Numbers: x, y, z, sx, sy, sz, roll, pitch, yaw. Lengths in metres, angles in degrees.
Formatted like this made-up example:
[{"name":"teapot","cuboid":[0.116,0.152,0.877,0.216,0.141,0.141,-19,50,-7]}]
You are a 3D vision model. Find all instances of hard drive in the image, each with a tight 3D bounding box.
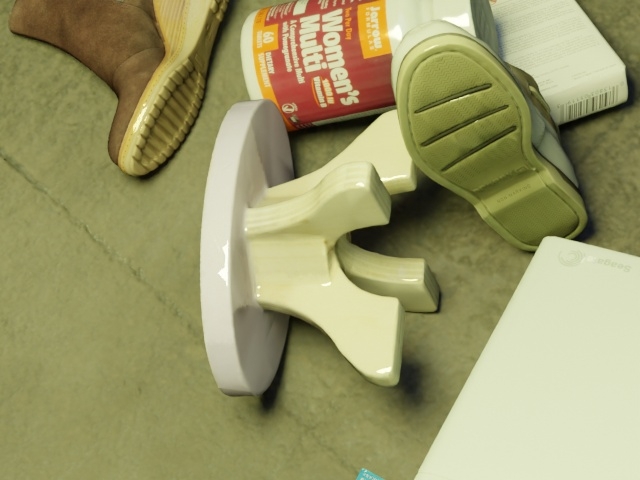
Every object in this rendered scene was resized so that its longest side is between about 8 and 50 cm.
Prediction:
[{"name":"hard drive","cuboid":[0.226,0.136,1.317,0.203,0.040,0.307,15,52,25]}]

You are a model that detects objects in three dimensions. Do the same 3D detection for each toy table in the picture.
[{"name":"toy table","cuboid":[0.000,0.000,1.358,0.160,0.252,0.274,-2,75,17]}]

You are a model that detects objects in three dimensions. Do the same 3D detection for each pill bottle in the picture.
[{"name":"pill bottle","cuboid":[0.047,-0.178,1.458,0.221,0.121,0.121,-10,63,19]}]

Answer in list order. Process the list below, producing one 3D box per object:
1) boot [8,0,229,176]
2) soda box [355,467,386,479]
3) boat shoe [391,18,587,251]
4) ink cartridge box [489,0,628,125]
[{"name":"boot","cuboid":[-0.214,-0.185,1.537,0.206,0.090,0.248,12,66,19]},{"name":"soda box","cuboid":[0.110,0.276,1.306,0.210,0.071,0.067,28,68,13]},{"name":"boat shoe","cuboid":[0.141,-0.104,1.374,0.113,0.302,0.103,-22,52,16]},{"name":"ink cartridge box","cuboid":[0.173,-0.194,1.549,0.181,0.056,0.225,-20,48,-8]}]
